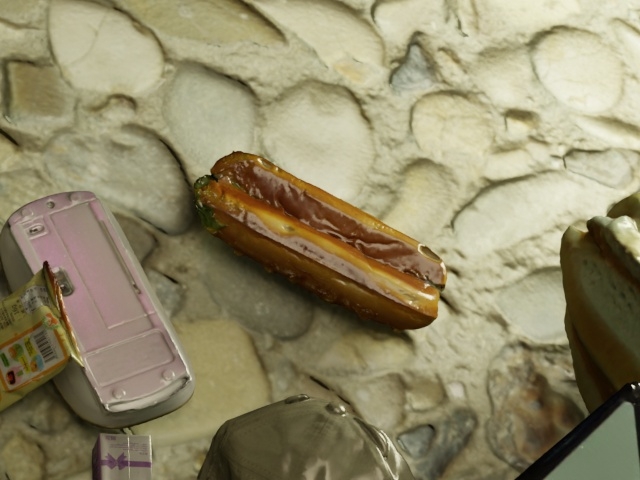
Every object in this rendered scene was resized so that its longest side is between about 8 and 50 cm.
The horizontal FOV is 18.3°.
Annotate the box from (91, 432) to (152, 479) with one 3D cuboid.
[{"bbox_3d":[-0.174,0.229,1.738,0.050,0.036,0.117,6,59,-15],"label":"box"}]

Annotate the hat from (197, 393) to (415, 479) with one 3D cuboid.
[{"bbox_3d":[-0.033,0.261,1.683,0.214,0.149,0.245,17,42,10],"label":"hat"}]

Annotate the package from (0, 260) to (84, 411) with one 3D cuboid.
[{"bbox_3d":[-0.272,0.091,1.763,0.120,0.031,0.108,-30,66,9],"label":"package"}]

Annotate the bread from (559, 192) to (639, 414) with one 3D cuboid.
[{"bbox_3d":[0.403,0.107,1.890,0.341,0.210,0.300,-2,41,-30],"label":"bread"}]

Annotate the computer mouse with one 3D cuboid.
[{"bbox_3d":[-0.206,0.065,1.817,0.126,0.056,0.245,-20,67,-25],"label":"computer mouse"}]

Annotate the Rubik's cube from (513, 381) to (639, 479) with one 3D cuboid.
[{"bbox_3d":[0.238,0.313,1.692,0.250,0.246,0.248,45,58,11],"label":"Rubik's cube"}]

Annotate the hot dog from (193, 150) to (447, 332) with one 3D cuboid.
[{"bbox_3d":[0.000,0.000,1.917,0.269,0.072,0.115,29,55,3],"label":"hot dog"}]
